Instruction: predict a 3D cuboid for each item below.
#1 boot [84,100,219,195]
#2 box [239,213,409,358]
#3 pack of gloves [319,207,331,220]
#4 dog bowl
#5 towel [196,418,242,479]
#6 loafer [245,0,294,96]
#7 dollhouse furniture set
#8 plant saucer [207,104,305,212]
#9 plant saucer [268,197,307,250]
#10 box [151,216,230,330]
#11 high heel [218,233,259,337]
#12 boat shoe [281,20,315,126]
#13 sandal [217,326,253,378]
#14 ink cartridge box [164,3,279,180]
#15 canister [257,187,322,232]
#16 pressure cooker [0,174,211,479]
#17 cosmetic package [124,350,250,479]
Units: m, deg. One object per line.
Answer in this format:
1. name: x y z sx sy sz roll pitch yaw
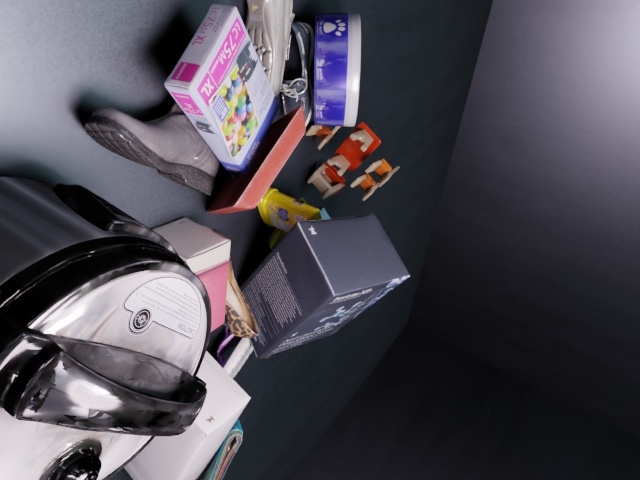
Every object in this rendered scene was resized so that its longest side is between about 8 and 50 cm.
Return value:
1. boot: -0.272 -0.235 0.860 0.338 0.118 0.223 33 79 -75
2. box: -0.010 0.127 1.275 0.293 0.212 0.395 -8 152 -42
3. pack of gloves: 0.000 0.000 1.666 0.195 0.046 0.232 -61 155 -11
4. dog bowl: 0.039 -0.421 1.142 0.265 0.104 0.265 -179 -90 -90
5. towel: -0.297 0.559 1.315 0.272 0.040 0.370 -67 -163 5
6. loafer: -0.100 -0.460 0.968 0.111 0.112 0.320 -28 136 -41
7. dollhouse furniture set: 0.079 -0.247 1.388 0.135 0.262 0.259 -42 180 -44
8. plant saucer: -0.140 -0.162 1.029 0.047 0.258 0.259 36 75 -22
9. plant saucer: -0.092 -0.027 1.457 0.188 0.045 0.188 -60 155 -11
10. box: -0.301 0.090 1.022 0.127 0.148 0.232 -30 137 -50
11. high heel: -0.217 0.121 1.172 0.093 0.186 0.261 -32 139 -50
12. boat shoe: -0.064 -0.395 1.119 0.079 0.095 0.255 -33 139 -52
13. sandal: -0.242 0.287 1.395 0.416 0.102 0.169 -57 172 -47
14. ink cartridge box: -0.165 -0.263 0.891 0.311 0.065 0.186 66 43 -65
15. canister: -0.082 -0.068 1.289 0.073 0.169 0.126 -53 153 -25
16. pressure cooker: -0.358 0.137 0.629 0.370 0.420 0.376 -26 134 -53
17. cosmetic package: -0.343 0.454 1.108 0.155 0.197 0.366 -23 150 -56
